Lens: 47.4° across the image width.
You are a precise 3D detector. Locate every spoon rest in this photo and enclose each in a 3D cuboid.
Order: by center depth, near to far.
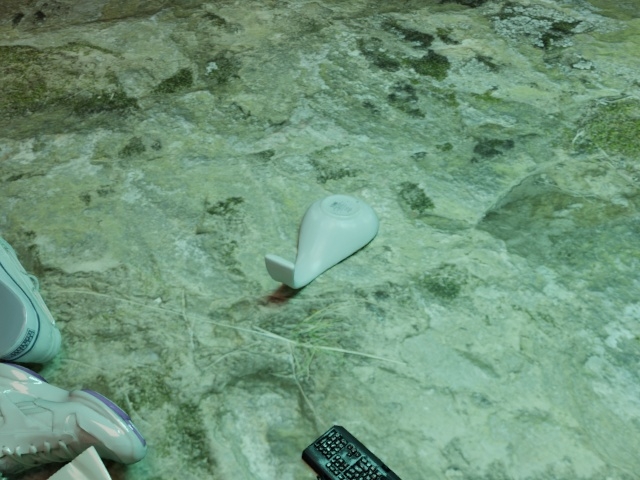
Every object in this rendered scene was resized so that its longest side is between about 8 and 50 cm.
[{"bbox_3d":[0.000,0.000,1.258,0.137,0.084,0.276,23,39,23],"label":"spoon rest"}]

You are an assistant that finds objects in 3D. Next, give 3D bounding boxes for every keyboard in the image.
[{"bbox_3d":[0.054,0.323,0.955,0.100,0.038,0.192,-36,53,-27],"label":"keyboard"}]

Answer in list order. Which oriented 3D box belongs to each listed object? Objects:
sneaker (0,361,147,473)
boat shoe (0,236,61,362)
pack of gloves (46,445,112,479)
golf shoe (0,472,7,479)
[{"bbox_3d":[-0.375,0.272,1.002,0.305,0.114,0.152,10,54,25],"label":"sneaker"},{"bbox_3d":[-0.528,0.067,1.179,0.367,0.156,0.136,38,83,28],"label":"boat shoe"},{"bbox_3d":[-0.293,0.404,0.879,0.195,0.046,0.232,-38,65,-8],"label":"pack of gloves"},{"bbox_3d":[-0.450,0.319,0.912,0.086,0.176,0.069,-28,37,-4],"label":"golf shoe"}]
